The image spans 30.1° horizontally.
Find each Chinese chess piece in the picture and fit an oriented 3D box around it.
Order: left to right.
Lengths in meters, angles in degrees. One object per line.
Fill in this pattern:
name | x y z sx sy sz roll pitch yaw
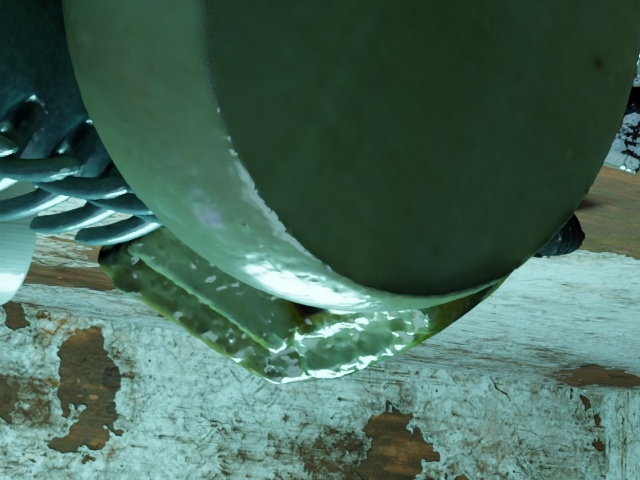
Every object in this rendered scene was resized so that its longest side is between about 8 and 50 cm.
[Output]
Chinese chess piece | 0.029 -0.136 0.649 0.349 0.349 0.146 16 177 -41

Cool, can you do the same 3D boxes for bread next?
bread | -0.003 0.006 1.171 0.395 0.239 0.264 -29 106 41

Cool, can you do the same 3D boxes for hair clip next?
hair clip | -0.206 -0.139 0.943 0.392 0.238 0.318 -4 167 28

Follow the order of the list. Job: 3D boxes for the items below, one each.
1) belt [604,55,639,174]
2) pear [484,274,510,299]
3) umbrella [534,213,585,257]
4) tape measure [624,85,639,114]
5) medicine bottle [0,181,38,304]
belt | 0.265 -0.165 0.967 0.094 0.126 0.359 14 160 -1
pear | 0.133 -0.033 1.365 0.229 0.211 0.188 10 153 34
umbrella | 0.220 -0.033 1.569 0.326 0.094 0.090 12 -152 -36
tape measure | 0.092 -0.129 0.879 0.351 0.215 0.098 -21 139 -10
medicine bottle | -0.527 -0.029 1.454 0.306 0.245 0.245 6 168 -39
